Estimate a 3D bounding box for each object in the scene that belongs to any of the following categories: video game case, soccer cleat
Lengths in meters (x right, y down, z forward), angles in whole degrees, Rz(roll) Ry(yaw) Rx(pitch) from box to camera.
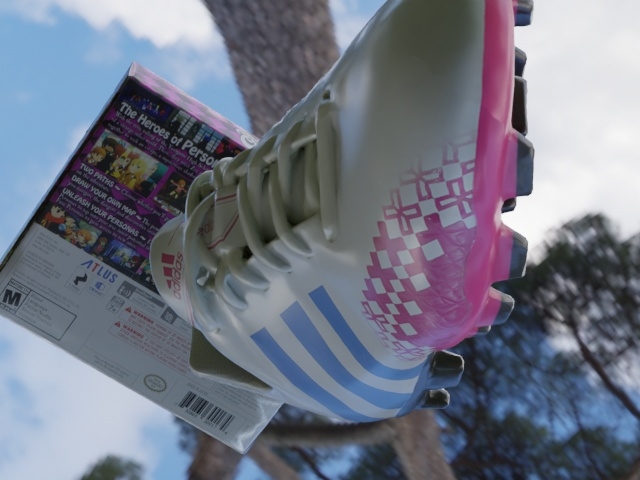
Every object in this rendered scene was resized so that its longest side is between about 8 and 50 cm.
[{"bbox_3d":[-0.093,0.018,1.240,0.210,0.232,0.042,-53,-165,21],"label":"video game case"},{"bbox_3d":[0.000,0.000,0.706,0.143,0.331,0.116,5,-114,-2],"label":"soccer cleat"}]
